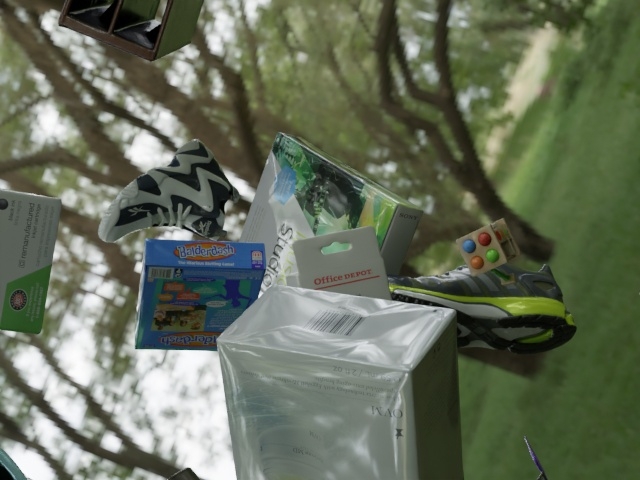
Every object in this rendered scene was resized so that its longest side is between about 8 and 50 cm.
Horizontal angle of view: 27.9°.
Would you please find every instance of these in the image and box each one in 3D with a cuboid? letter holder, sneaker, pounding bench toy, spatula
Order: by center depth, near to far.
[{"bbox_3d":[0.218,0.023,1.629,0.052,0.083,0.065,-27,-3,28],"label":"pounding bench toy"},{"bbox_3d":[0.195,0.079,1.761,0.111,0.300,0.121,110,164,-47],"label":"sneaker"},{"bbox_3d":[-0.261,-0.413,1.976,0.302,0.152,0.214,-72,3,-76],"label":"letter holder"},{"bbox_3d":[-0.228,-0.041,2.057,0.235,0.153,0.094,-40,-11,-33],"label":"sneaker"},{"bbox_3d":[0.408,0.484,2.440,0.084,0.030,0.296,59,-156,-21],"label":"spatula"}]

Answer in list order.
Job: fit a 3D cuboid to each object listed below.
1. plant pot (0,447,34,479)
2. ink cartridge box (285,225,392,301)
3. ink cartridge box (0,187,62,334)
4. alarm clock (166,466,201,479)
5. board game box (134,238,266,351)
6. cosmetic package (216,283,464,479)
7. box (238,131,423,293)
[{"bbox_3d":[-0.447,0.424,1.638,0.334,0.341,0.341,59,-129,-70],"label":"plant pot"},{"bbox_3d":[0.028,0.089,1.599,0.067,0.115,0.198,165,94,-75],"label":"ink cartridge box"},{"bbox_3d":[-0.520,0.015,1.793,0.115,0.273,0.198,9,90,61],"label":"ink cartridge box"},{"bbox_3d":[-0.231,0.400,1.915,0.129,0.064,0.192,-42,-15,-2],"label":"alarm clock"},{"bbox_3d":[-0.167,0.078,1.755,0.210,0.160,0.047,107,161,-51],"label":"board game box"},{"bbox_3d":[0.026,0.188,1.389,0.138,0.224,0.225,-45,-45,-53],"label":"cosmetic package"},{"bbox_3d":[0.000,0.000,1.895,0.058,0.322,0.232,10,-74,-40],"label":"box"}]
